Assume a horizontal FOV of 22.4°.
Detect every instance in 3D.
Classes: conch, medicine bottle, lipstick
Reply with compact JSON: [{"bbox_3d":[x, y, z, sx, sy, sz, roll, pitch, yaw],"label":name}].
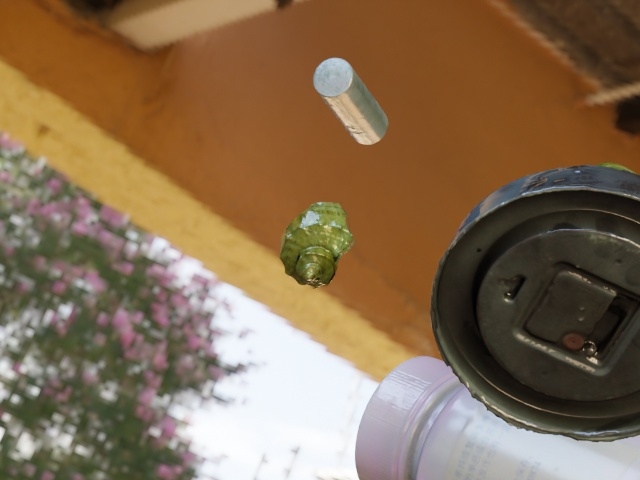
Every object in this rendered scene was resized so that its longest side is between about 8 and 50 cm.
[{"bbox_3d":[0.000,0.000,1.768,0.089,0.121,0.074,-17,-53,25],"label":"conch"},{"bbox_3d":[0.236,0.270,1.801,0.378,0.214,0.213,21,-17,40],"label":"medicine bottle"},{"bbox_3d":[0.035,-0.153,1.797,0.048,0.048,0.158,14,-11,20],"label":"lipstick"}]

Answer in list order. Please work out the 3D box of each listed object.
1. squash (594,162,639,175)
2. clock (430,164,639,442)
[{"bbox_3d":[0.363,-0.034,1.879,0.082,0.082,0.292,28,8,-15],"label":"squash"},{"bbox_3d":[0.238,0.059,1.471,0.280,0.055,0.281,6,-57,10],"label":"clock"}]
